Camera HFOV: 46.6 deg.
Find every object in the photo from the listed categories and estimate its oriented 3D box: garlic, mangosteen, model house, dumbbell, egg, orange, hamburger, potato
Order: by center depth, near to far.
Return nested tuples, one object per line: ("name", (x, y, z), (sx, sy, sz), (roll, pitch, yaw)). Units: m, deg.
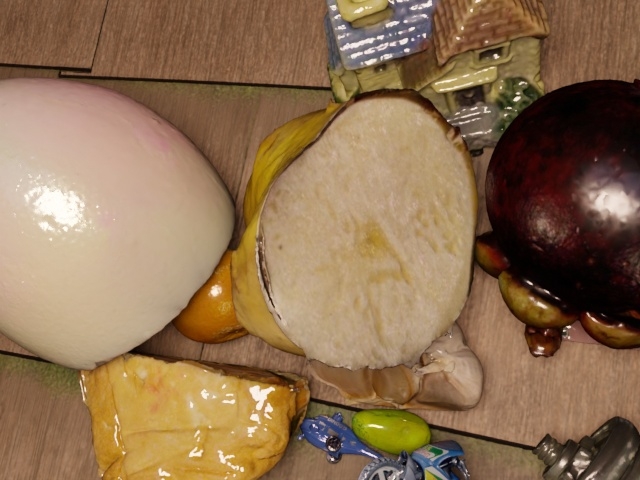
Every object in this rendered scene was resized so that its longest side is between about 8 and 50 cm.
("dumbbell", (0.411, 0.369, 0.837), (0.406, 0.179, 0.179), (41, 88, 17))
("mangosteen", (0.331, -0.018, 0.892), (0.307, 0.307, 0.347), (32, 115, 18))
("potato", (0.000, 0.000, 0.929), (0.296, 0.290, 0.397), (-13, 37, 50))
("egg", (-0.338, -0.059, 0.964), (0.354, 0.340, 0.354), (-27, 33, 20))
("garlic", (0.106, 0.139, 0.970), (0.229, 0.178, 0.143), (18, 60, 5))
("model house", (0.151, -0.265, 1.001), (0.321, 0.266, 0.261), (-13, 70, 10))
("hamburger", (-0.188, 0.260, 1.007), (0.329, 0.162, 0.209), (8, 82, 12))
("orange", (-0.141, 0.073, 1.046), (0.154, 0.155, 0.134), (-30, 67, 5))

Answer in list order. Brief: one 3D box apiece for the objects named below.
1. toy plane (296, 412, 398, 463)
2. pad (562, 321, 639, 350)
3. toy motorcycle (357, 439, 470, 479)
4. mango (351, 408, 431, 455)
("toy plane", (0.044, 0.276, 1.012), (0.167, 0.054, 0.062), (22, 57, 17))
("pad", (0.382, 0.049, 1.008), (0.113, 0.006, 0.188), (7, 77, 15))
("toy motorcycle", (0.152, 0.328, 0.880), (0.135, 0.092, 0.254), (-45, 104, -22))
("mango", (0.091, 0.246, 0.968), (0.108, 0.073, 0.056), (17, 90, -16))
